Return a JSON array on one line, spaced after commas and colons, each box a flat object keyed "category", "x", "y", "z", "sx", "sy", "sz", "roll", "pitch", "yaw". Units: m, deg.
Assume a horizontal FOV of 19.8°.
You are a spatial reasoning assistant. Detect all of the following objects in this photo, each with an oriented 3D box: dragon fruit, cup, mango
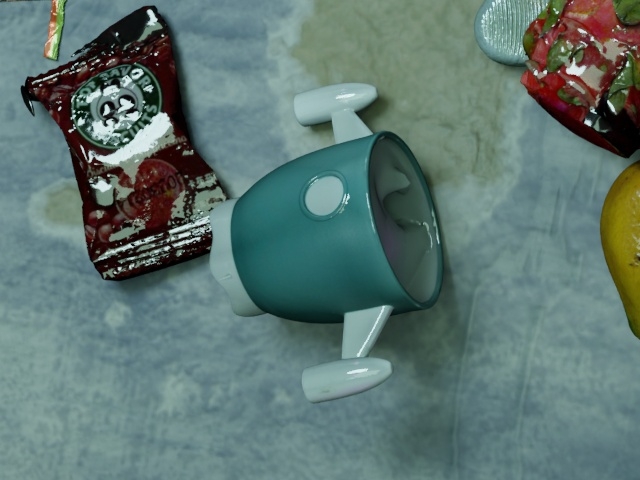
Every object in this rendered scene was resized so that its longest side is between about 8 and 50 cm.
[{"category": "dragon fruit", "x": 0.264, "y": -0.164, "z": 1.541, "sx": 0.166, "sy": 0.160, "sz": 0.172, "roll": 34, "pitch": 89, "yaw": 1}, {"category": "cup", "x": 0.000, "y": 0.000, "z": 1.614, "sx": 0.173, "sy": 0.167, "sz": 0.299, "roll": -14, "pitch": 62, "yaw": 23}, {"category": "mango", "x": 0.303, "y": 0.008, "z": 1.574, "sx": 0.115, "sy": 0.089, "sz": 0.165, "roll": -19, "pitch": 90, "yaw": 15}]

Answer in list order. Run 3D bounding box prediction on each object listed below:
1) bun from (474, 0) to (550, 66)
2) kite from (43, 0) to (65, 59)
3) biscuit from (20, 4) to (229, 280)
[{"category": "bun", "x": 0.178, "y": -0.190, "z": 1.618, "sx": 0.083, "sy": 0.045, "sz": 0.083, "roll": 1, "pitch": 92, "yaw": 17}, {"category": "kite", "x": -0.251, "y": -0.251, "z": 1.736, "sx": 0.190, "sy": 0.010, "sz": 0.159, "roll": -2, "pitch": 92, "yaw": 14}, {"category": "biscuit", "x": -0.178, "y": -0.085, "z": 1.699, "sx": 0.151, "sy": 0.063, "sz": 0.235, "roll": -22, "pitch": 82, "yaw": 2}]
